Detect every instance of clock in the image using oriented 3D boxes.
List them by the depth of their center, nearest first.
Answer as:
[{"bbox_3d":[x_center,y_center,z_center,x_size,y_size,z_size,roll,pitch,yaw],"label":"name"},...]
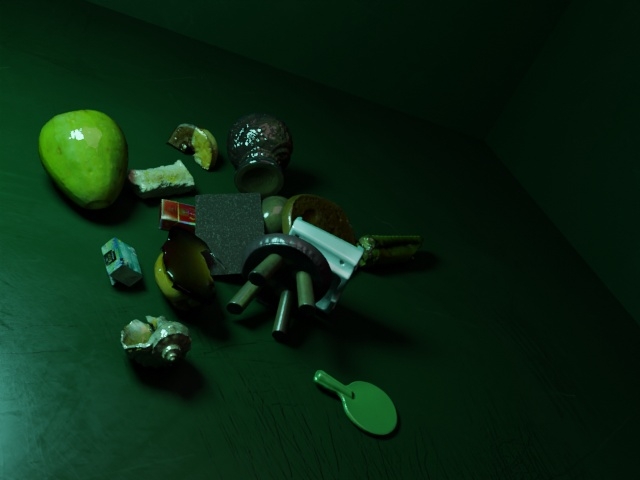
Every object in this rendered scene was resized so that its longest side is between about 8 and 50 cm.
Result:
[{"bbox_3d":[-0.022,0.091,1.693,0.231,0.262,0.116,27,41,1],"label":"clock"}]

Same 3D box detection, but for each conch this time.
[{"bbox_3d":[-0.398,0.230,1.326,0.155,0.130,0.207,16,16,-42],"label":"conch"}]

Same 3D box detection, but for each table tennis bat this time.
[{"bbox_3d":[0.094,0.427,1.495,0.257,0.039,0.160,32,32,-1],"label":"table tennis bat"}]

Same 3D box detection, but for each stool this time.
[{"bbox_3d":[-0.117,0.131,1.568,0.272,0.272,0.178,25,40,-3],"label":"stool"}]

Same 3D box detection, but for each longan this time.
[{"bbox_3d":[-0.163,-0.069,1.911,0.167,0.167,0.187,27,39,1],"label":"longan"}]

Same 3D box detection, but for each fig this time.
[{"bbox_3d":[-0.705,-0.240,1.692,0.258,0.258,0.326,-8,61,-43],"label":"fig"}]

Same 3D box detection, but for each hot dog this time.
[{"bbox_3d":[-0.379,0.099,1.568,0.194,0.107,0.326,29,20,-16],"label":"hot dog"}]

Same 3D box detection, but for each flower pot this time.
[{"bbox_3d":[-0.236,-0.315,2.161,0.267,0.266,0.267,15,44,-19],"label":"flower pot"}]

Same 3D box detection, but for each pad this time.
[{"bbox_3d":[-0.287,-0.027,1.770,0.220,0.004,0.330,-3,53,-9],"label":"pad"}]

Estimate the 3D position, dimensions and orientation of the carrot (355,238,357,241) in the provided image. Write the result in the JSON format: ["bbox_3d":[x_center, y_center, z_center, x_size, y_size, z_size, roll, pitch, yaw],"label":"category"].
[{"bbox_3d":[0.067,0.006,2.080,0.186,0.060,0.060,1,39,-36],"label":"carrot"}]

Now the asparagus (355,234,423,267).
[{"bbox_3d":[0.278,0.037,2.145,0.382,0.108,0.128,-2,42,-40],"label":"asparagus"}]

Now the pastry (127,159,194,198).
[{"bbox_3d":[-0.544,-0.201,1.899,0.121,0.089,0.258,41,34,16],"label":"pastry"}]

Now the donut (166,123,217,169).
[{"bbox_3d":[-0.480,-0.380,2.188,0.217,0.141,0.085,39,25,12],"label":"donut"}]

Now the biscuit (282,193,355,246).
[{"bbox_3d":[-0.001,0.000,1.912,0.367,0.063,0.314,14,66,-51],"label":"biscuit"}]

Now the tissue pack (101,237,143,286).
[{"bbox_3d":[-0.549,0.065,1.517,0.085,0.079,0.111,46,9,-51],"label":"tissue pack"}]

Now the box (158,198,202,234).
[{"bbox_3d":[-0.437,-0.071,1.824,0.175,0.048,0.112,11,35,-24],"label":"box"}]
